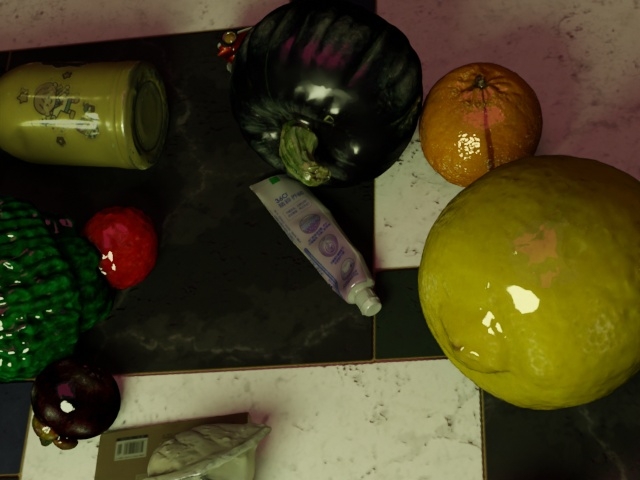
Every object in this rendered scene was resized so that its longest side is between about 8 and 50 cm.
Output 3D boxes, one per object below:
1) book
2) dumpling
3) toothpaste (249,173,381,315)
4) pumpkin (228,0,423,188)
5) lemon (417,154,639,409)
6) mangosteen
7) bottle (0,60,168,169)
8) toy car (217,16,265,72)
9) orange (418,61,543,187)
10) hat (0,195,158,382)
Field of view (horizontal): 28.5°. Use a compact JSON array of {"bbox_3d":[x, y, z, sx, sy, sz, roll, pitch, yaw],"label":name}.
[{"bbox_3d":[-0.199,0.359,1.645,0.217,0.021,0.310,-9,40,6],"label":"book"},{"bbox_3d":[-0.150,0.291,1.604,0.176,0.150,0.092,-3,96,7],"label":"dumpling"},{"bbox_3d":[0.000,0.000,1.867,0.075,0.048,0.301,-37,56,0],"label":"toothpaste"},{"bbox_3d":[-0.008,-0.193,1.835,0.296,0.296,0.295,-6,57,9],"label":"pumpkin"},{"bbox_3d":[0.295,0.049,1.607,0.348,0.348,0.348,-6,57,9],"label":"lemon"},{"bbox_3d":[-0.348,0.233,1.752,0.140,0.140,0.140,-6,57,9],"label":"mangosteen"},{"bbox_3d":[-0.435,-0.206,2.014,0.351,0.171,0.171,4,59,14],"label":"bottle"},{"bbox_3d":[-0.092,-0.288,2.044,0.139,0.112,0.112,-11,72,17],"label":"toy car"},{"bbox_3d":[0.235,-0.172,1.858,0.193,0.161,0.193,-8,59,13],"label":"orange"},{"bbox_3d":[-0.395,0.046,1.847,0.332,0.242,0.274,-21,74,-30],"label":"hat"}]
